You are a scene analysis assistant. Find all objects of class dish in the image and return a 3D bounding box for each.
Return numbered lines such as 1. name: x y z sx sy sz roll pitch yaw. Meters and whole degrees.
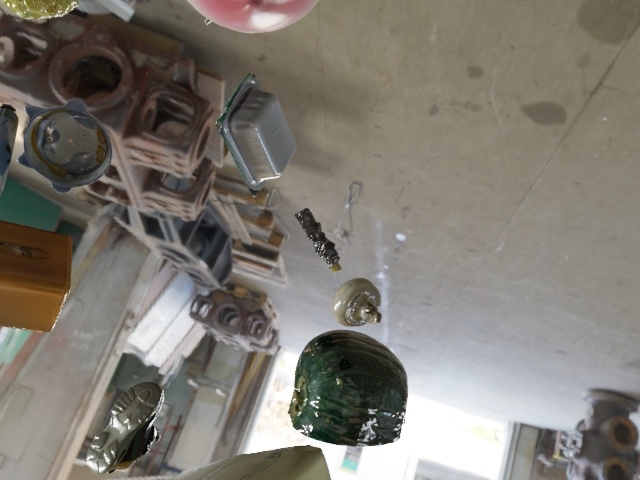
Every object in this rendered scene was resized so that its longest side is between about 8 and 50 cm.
1. dish: -0.622 -0.249 1.433 0.228 0.236 0.086 38 -163 -25

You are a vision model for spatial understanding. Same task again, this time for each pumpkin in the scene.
1. pumpkin: 0.073 0.303 1.276 0.263 0.197 0.293 11 -174 -10

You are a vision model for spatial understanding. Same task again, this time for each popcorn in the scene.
1. popcorn: -0.780 -0.714 1.592 0.217 0.235 0.181 19 140 7

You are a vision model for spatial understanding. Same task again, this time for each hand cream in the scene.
1. hand cream: -0.745 -0.221 1.357 0.058 0.271 0.091 -5 138 -14

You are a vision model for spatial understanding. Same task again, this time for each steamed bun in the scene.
1. steamed bun: -0.110 -0.468 0.935 0.309 0.309 0.309 17 161 6

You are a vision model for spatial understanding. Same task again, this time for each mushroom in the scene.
1. mushroom: 0.062 0.103 0.898 0.085 0.085 0.079 39 -176 -44

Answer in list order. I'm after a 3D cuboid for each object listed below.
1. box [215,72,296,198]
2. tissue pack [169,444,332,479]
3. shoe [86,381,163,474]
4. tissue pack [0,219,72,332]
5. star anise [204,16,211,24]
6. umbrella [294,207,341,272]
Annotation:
1. box: -0.178 -0.332 1.854 0.106 0.264 0.336 8 144 27
2. tissue pack: -0.157 0.477 0.897 0.297 0.207 0.380 -17 173 15
3. shoe: -0.312 0.324 0.994 0.071 0.169 0.099 27 168 34
4. tissue pack: -0.677 0.060 1.207 0.274 0.194 0.145 15 128 -34
5. star anise: -0.293 -0.828 1.815 0.117 0.331 0.332 36 178 45
6. umbrella: 0.000 0.000 1.146 0.040 0.037 0.144 -23 107 33
